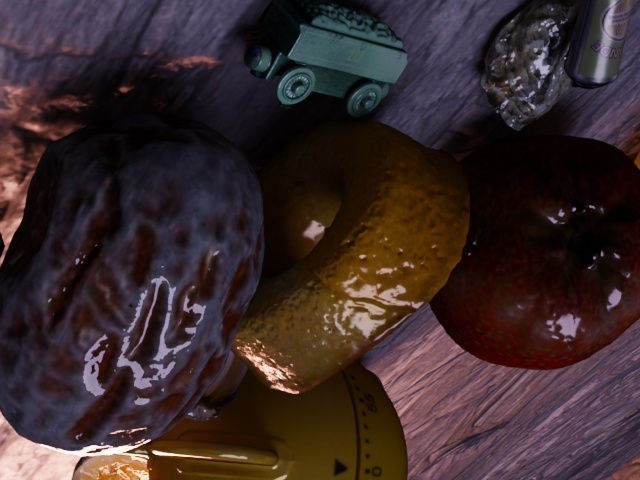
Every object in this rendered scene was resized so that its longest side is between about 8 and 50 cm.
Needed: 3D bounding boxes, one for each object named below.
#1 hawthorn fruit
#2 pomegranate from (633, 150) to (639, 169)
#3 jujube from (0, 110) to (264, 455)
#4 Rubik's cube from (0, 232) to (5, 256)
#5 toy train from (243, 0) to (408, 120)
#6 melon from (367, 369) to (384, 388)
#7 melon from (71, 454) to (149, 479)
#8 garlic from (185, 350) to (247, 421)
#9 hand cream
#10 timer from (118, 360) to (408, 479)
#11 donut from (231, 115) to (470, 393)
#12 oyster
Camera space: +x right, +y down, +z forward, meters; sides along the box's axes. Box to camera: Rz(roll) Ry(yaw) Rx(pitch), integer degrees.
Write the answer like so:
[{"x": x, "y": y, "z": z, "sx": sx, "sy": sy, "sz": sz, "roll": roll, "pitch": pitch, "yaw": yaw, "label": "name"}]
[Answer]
[{"x": 0.261, "y": 0.030, "z": 1.334, "sx": 0.284, "sy": 0.285, "sz": 0.369, "roll": -21, "pitch": 159, "yaw": -12, "label": "hawthorn fruit"}, {"x": 0.539, "y": -0.075, "z": 1.438, "sx": 0.233, "sy": 0.233, "sz": 0.233, "roll": -21, "pitch": 150, "yaw": -12, "label": "pomegranate"}, {"x": -0.169, "y": 0.031, "z": 0.953, "sx": 0.215, "sy": 0.246, "sz": 0.308, "roll": 20, "pitch": 118, "yaw": -23, "label": "jujube"}, {"x": -0.343, "y": 0.000, "z": 0.939, "sx": 0.092, "sy": 0.092, "sz": 0.092, "roll": -4, "pitch": 144, "yaw": -37, "label": "Rubik's cube"}, {"x": 0.009, "y": -0.171, "z": 0.990, "sx": 0.172, "sy": 0.070, "sz": 0.099, "roll": 4, "pitch": 128, "yaw": -44, "label": "toy train"}, {"x": 0.039, "y": 0.260, "z": 1.671, "sx": 0.099, "sy": 0.099, "sz": 0.162, "roll": -5, "pitch": 149, "yaw": -35, "label": "melon"}, {"x": -0.291, "y": 0.318, "z": 1.521, "sx": 0.160, "sy": 0.079, "sz": 0.128, "roll": -32, "pitch": 131, "yaw": 3, "label": "melon"}, {"x": -0.172, "y": 0.098, "z": 1.142, "sx": 0.207, "sy": 0.207, "sz": 0.257, "roll": -21, "pitch": 143, "yaw": -12, "label": "garlic"}, {"x": 0.288, "y": -0.252, "z": 1.043, "sx": 0.086, "sy": 0.055, "sz": 0.235, "roll": -31, "pitch": 140, "yaw": -44, "label": "hand cream"}, {"x": -0.091, "y": 0.285, "z": 1.364, "sx": 0.387, "sy": 0.376, "sz": 0.376, "roll": 11, "pitch": 134, "yaw": -35, "label": "timer"}, {"x": 0.000, "y": 0.000, "z": 1.061, "sx": 0.303, "sy": 0.303, "sz": 0.110, "roll": -39, "pitch": 124, "yaw": 19, "label": "donut"}, {"x": 0.235, "y": -0.193, "z": 1.144, "sx": 0.125, "sy": 0.064, "sz": 0.177, "roll": -36, "pitch": 145, "yaw": -10, "label": "oyster"}]
